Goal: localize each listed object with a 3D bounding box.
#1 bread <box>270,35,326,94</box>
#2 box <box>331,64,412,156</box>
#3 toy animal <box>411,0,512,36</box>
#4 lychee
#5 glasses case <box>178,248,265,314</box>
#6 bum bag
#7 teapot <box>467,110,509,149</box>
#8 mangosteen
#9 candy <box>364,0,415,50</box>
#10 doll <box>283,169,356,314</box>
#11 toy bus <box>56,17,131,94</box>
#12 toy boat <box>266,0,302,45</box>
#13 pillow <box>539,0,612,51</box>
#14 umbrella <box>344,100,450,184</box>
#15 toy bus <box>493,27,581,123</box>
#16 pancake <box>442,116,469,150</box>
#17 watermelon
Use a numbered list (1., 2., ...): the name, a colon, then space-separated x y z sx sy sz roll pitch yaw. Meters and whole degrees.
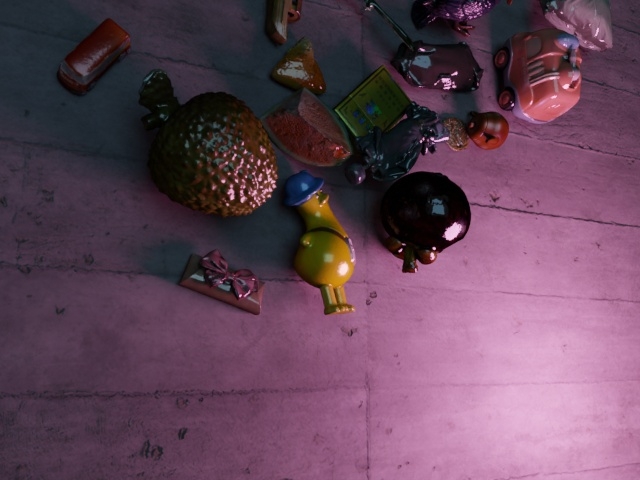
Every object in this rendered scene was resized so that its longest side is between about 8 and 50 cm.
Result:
1. bread: -0.065 -0.434 1.487 0.135 0.054 0.154 -20 87 -25
2. box: 0.131 -0.343 1.558 0.141 0.064 0.220 49 62 -13
3. toy animal: 0.416 -0.681 1.699 0.298 0.185 0.122 -3 86 -8
4. lychee: -0.236 -0.188 1.239 0.319 0.270 0.270 15 74 -12
5. glasses case: -0.202 0.084 1.309 0.193 0.070 0.103 25 69 -20
6. bum bag: 0.333 -0.502 1.685 0.326 0.079 0.142 -4 90 -30
7. teapot: 0.471 -0.325 1.700 0.116 0.116 0.173 16 39 -23
8. mangosteen: 0.255 -0.043 1.481 0.228 0.228 0.266 23 85 -21
9. candy: 0.142 -0.631 1.587 0.323 0.097 0.097 45 64 -3
10. doll: 0.000 0.000 1.403 0.199 0.145 0.363 16 57 -64
11. toy bus: -0.482 -0.394 1.257 0.079 0.077 0.174 41 65 -14
12. toy boat: -0.087 -0.604 1.499 0.088 0.068 0.226 11 75 -30
13. pillow: 0.846 -0.803 1.962 0.309 0.138 0.284 19 64 -24
14. umbrella: 0.183 -0.234 1.489 0.349 0.094 0.143 -38 83 -31
15. toy bus: 0.669 -0.504 1.765 0.194 0.232 0.288 3 81 -23
16. pancake: 0.391 -0.308 1.706 0.108 0.017 0.108 6 77 -25
17. watermelon: -0.015 -0.278 1.448 0.231 0.128 0.146 39 50 -4
